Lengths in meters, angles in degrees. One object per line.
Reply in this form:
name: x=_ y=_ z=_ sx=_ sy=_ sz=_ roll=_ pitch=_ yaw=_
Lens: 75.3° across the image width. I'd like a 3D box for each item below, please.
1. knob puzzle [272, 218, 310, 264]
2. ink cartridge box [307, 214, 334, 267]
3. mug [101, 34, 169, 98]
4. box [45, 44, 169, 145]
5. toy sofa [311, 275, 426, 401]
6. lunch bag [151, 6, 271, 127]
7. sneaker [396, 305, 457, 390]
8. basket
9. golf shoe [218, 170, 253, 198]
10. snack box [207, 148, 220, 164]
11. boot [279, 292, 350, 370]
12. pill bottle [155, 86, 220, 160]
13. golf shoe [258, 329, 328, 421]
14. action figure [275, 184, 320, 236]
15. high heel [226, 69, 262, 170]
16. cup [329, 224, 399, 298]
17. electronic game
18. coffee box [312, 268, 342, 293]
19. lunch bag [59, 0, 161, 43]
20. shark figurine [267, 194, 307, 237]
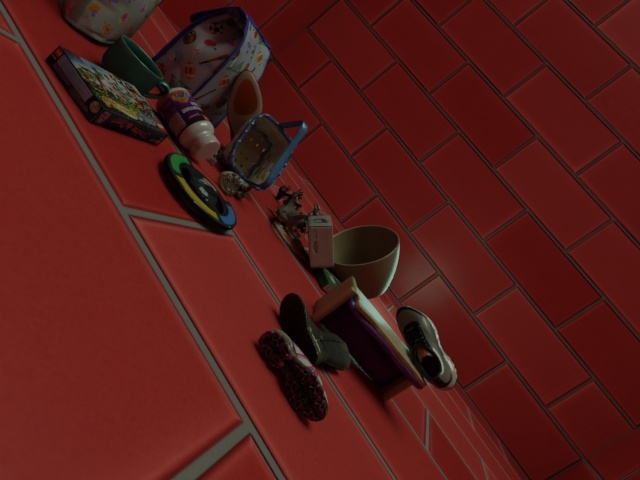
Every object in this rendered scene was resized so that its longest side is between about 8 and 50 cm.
knob puzzle: x=-0.109 y=-0.017 z=1.547 sx=0.213 sy=0.030 sz=0.213 roll=51 pitch=10 yaw=-12
ink cartridge box: x=0.000 y=0.000 z=1.546 sx=0.212 sy=0.093 sz=0.154 roll=-89 pitch=177 yaw=-77
mug: x=-0.478 y=-0.426 z=1.063 sx=0.158 sy=0.097 sz=0.129 roll=51 pitch=9 yaw=-15
box: x=-0.450 y=-0.304 z=0.905 sx=0.159 sy=0.044 sz=0.233 roll=53 pitch=9 yaw=5
toy sofa: x=0.141 y=0.300 z=1.207 sx=0.363 sy=0.150 sz=0.177 roll=50 pitch=13 yaw=-14
lunch bag: x=-0.368 y=-0.631 z=1.486 sx=0.239 sy=0.385 sz=0.328 roll=53 pitch=10 yaw=0
sneaker: x=0.302 y=0.303 z=1.220 sx=0.108 sy=0.100 sz=0.272 roll=31 pitch=25 yaw=-48
basket: x=-0.187 y=-0.298 z=1.393 sx=0.201 sy=0.255 sz=0.289 roll=41 pitch=-12 yaw=-34
golf shoe: x=-0.281 y=-0.180 z=1.272 sx=0.086 sy=0.069 sz=0.176 roll=37 pitch=0 yaw=14
snack box: x=-0.367 y=-0.302 z=1.380 sx=0.064 sy=0.022 sz=0.178 roll=47 pitch=11 yaw=-24
boot: x=-0.006 y=0.225 z=1.001 sx=0.208 sy=0.076 sz=0.190 roll=22 pitch=45 yaw=-60
pill bottle: x=-0.372 y=-0.328 z=1.180 sx=0.193 sy=0.108 sz=0.108 roll=54 pitch=9 yaw=9
golf shoe: x=-0.040 y=0.245 z=0.777 sx=0.186 sy=0.067 sz=0.086 roll=55 pitch=8 yaw=17
action figure: x=-0.092 y=-0.140 z=1.767 sx=0.164 sy=0.141 sz=0.276 roll=46 pitch=8 yaw=-44
high heel: x=-0.292 y=-0.461 z=1.561 sx=0.127 sy=0.377 sz=0.181 roll=4 pitch=35 yaw=-15
cup: x=0.194 y=0.113 z=1.811 sx=0.331 sy=0.331 sz=0.237 roll=-110 pitch=-175 yaw=-62
electronic game: x=-0.286 y=-0.119 z=1.004 sx=0.229 sy=0.048 sz=0.229 roll=50 pitch=10 yaw=-12
coffee box: x=0.047 y=0.173 z=1.563 sx=0.184 sy=0.040 sz=0.113 roll=43 pitch=13 yaw=-42
lunch bag: x=-0.571 y=-0.666 z=1.126 sx=0.160 sy=0.223 sz=0.262 roll=44 pitch=13 yaw=-17
shark figurine: x=-0.111 y=-0.111 z=1.522 sx=0.166 sy=0.116 sz=0.278 roll=36 pitch=6 yaw=-2
